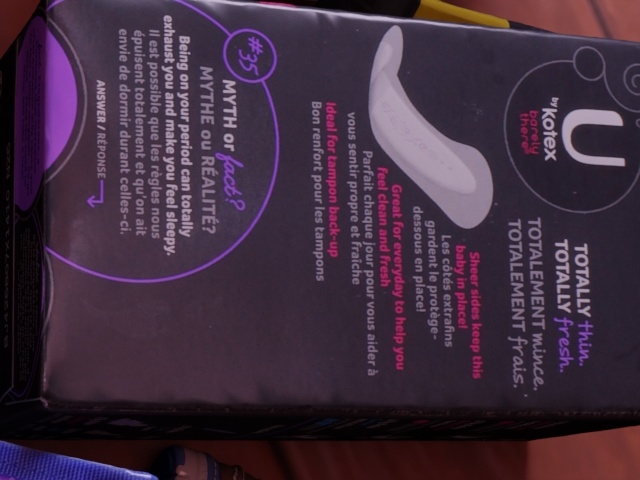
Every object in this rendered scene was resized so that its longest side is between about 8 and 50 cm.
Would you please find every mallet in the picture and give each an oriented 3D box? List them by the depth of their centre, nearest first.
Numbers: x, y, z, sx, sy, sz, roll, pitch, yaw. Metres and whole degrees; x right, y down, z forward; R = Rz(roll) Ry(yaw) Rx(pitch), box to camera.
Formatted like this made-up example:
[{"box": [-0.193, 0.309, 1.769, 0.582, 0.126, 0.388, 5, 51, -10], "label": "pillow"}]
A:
[{"box": [0.084, -0.107, 0.810, 0.190, 0.062, 0.039, 3, 37, -34], "label": "mallet"}]

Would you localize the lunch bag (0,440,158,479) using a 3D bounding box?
[{"box": [-0.230, 0.161, 0.628, 0.293, 0.138, 0.221, 16, 76, -6], "label": "lunch bag"}]

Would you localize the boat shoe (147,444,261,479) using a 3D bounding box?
[{"box": [-0.054, 0.179, 0.711, 0.066, 0.066, 0.183, 19, 73, -17], "label": "boat shoe"}]

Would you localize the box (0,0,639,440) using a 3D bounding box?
[{"box": [0.000, 0.000, 0.727, 0.270, 0.143, 0.165, 3, 79, -20], "label": "box"}]
